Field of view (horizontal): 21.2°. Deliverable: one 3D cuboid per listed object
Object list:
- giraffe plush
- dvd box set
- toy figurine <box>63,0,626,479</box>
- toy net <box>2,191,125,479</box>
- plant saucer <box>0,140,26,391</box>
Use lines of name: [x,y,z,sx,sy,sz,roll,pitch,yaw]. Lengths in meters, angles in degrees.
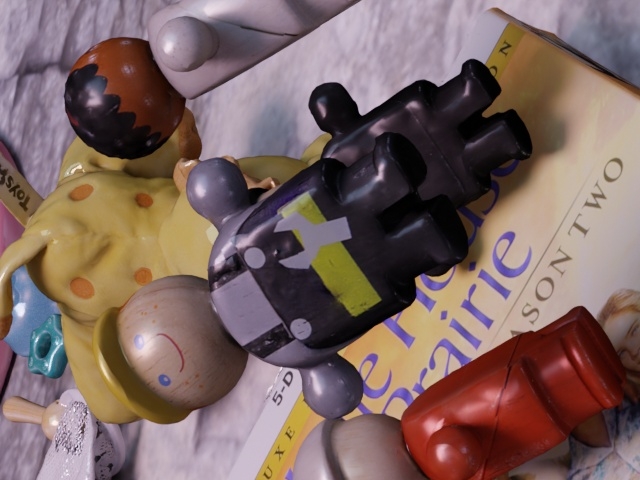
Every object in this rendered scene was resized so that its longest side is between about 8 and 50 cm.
giraffe plush: [-0.058,0.001,0.905,0.170,0.210,0.181,0,71,28]
dvd box set: [0.127,0.111,0.701,0.307,0.062,0.420,-61,38,12]
toy figurine: [0.000,0.000,0.681,0.148,0.209,0.213,-31,52,19]
toy net: [-0.156,0.081,1.090,0.122,0.045,0.232,-49,44,24]
plant saucer: [-0.342,0.059,1.298,0.332,0.084,0.332,-24,58,44]
